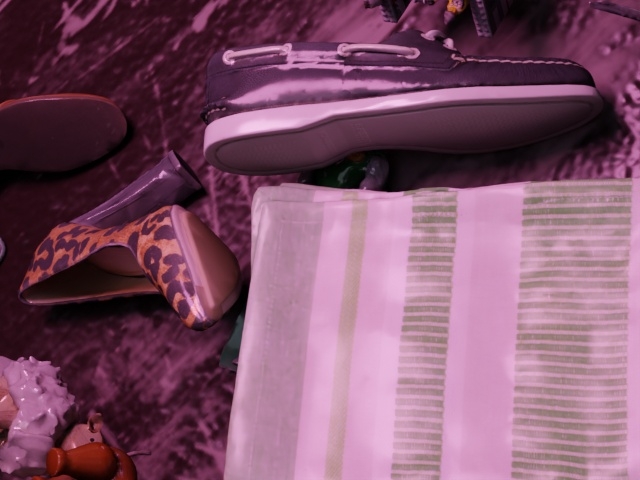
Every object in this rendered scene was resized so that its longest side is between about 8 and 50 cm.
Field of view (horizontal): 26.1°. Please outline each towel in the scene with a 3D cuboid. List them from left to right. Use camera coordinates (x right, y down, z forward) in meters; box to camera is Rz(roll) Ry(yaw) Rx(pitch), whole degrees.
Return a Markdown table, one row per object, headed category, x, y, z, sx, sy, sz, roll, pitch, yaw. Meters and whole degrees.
| category | x | y | z | sx | sy | sz | roll | pitch | yaw |
| --- | --- | --- | --- | --- | --- | --- | --- | --- | --- |
| towel | 0.099 | 0.065 | 0.979 | 0.325 | 0.038 | 0.248 | -1 | 64 | 13 |

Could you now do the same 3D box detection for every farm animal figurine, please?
| category | x | y | z | sx | sy | sz | roll | pitch | yaw |
| --- | --- | --- | --- | --- | --- | --- | --- | --- | --- |
| farm animal figurine | -0.184 | 0.287 | 1.033 | 0.327 | 0.172 | 0.330 | 26 | 102 | 50 |

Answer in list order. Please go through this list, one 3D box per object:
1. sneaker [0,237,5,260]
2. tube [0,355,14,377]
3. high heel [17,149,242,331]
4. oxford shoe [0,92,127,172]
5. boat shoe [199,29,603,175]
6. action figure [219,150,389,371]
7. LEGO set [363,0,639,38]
| category | x | y | z | sx | sy | sz | roll | pitch | yaw |
| --- | --- | --- | --- | --- | --- | --- | --- | --- | --- |
| sneaker | -0.339 | 0.026 | 1.256 | 0.038 | 0.069 | 0.098 | 37 | 93 | 31 |
| tube | -0.343 | 0.201 | 1.215 | 0.240 | 0.062 | 0.070 | -46 | 16 | 13 |
| high heel | -0.162 | 0.043 | 1.110 | 0.186 | 0.093 | 0.261 | -38 | 29 | 7 |
| oxford shoe | -0.274 | -0.105 | 1.269 | 0.212 | 0.076 | 0.076 | -8 | 30 | 14 |
| boat shoe | 0.058 | -0.117 | 1.044 | 0.302 | 0.114 | 0.091 | -4 | 70 | 2 |
| action figure | 0.000 | 0.000 | 1.100 | 0.137 | 0.063 | 0.232 | 10 | 76 | 32 |
| LEGO set | 0.152 | -0.255 | 0.985 | 0.331 | 0.255 | 0.192 | 19 | 60 | 22 |
